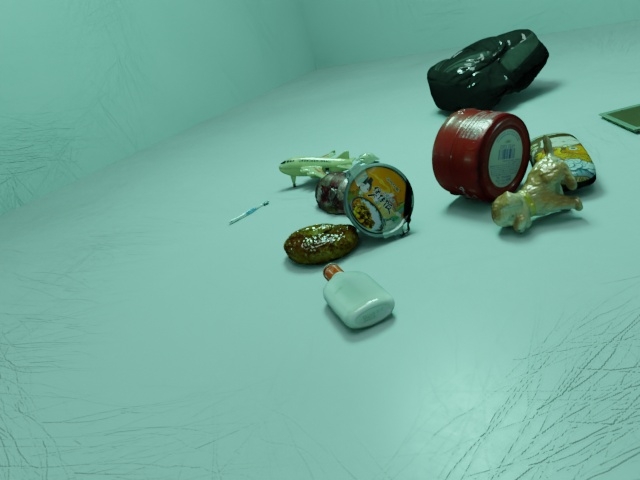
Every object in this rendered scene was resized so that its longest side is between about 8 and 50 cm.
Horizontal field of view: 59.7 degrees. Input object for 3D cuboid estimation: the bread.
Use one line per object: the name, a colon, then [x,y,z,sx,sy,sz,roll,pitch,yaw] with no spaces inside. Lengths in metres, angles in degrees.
bread: [0.000,0.000,1.384,0.193,0.064,0.193,-12,21,5]

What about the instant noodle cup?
instant noodle cup: [0.131,-0.097,1.393,0.177,0.208,0.125,-25,4,-10]

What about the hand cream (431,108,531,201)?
hand cream: [0.404,-0.214,1.394,0.230,0.230,0.149,-30,29,-29]

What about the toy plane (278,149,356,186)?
toy plane: [-0.010,-0.244,1.858,0.256,0.104,0.242,-12,27,10]

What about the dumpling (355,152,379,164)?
dumpling: [0.157,-0.280,1.907,0.077,0.043,0.059,-26,9,-3]

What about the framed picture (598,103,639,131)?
framed picture: [0.995,-0.374,1.624,0.273,0.016,0.216,-13,24,6]

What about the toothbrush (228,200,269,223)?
toothbrush: [-0.227,-0.091,1.774,0.162,0.014,0.017,-33,10,-31]

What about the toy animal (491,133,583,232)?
toy animal: [0.451,-0.119,1.232,0.185,0.184,0.104,-21,-1,6]

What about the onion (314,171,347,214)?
onion: [0.066,-0.151,1.619,0.206,0.098,0.151,9,36,44]

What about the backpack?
backpack: [0.651,-0.648,2.145,0.445,0.255,0.363,-33,25,-3]

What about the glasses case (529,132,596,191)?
glasses case: [0.606,-0.205,1.421,0.122,0.082,0.321,-11,25,16]

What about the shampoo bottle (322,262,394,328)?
shampoo bottle: [0.061,0.103,1.136,0.108,0.051,0.221,-24,26,-12]
